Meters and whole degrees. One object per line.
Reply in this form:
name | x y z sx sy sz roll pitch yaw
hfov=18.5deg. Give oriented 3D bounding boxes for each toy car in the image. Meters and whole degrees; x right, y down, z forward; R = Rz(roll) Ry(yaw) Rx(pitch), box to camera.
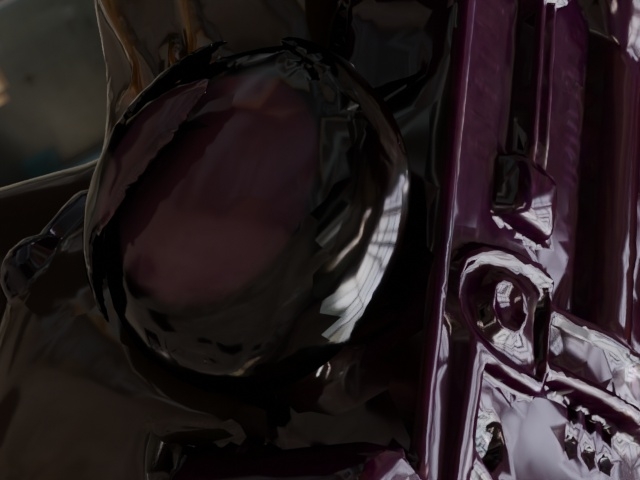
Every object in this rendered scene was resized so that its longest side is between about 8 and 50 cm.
toy car | 0.000 0.000 0.566 0.240 0.340 0.271 -9 -29 37
